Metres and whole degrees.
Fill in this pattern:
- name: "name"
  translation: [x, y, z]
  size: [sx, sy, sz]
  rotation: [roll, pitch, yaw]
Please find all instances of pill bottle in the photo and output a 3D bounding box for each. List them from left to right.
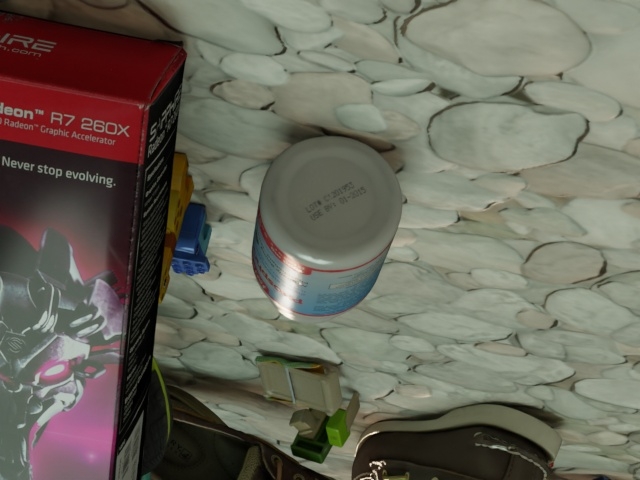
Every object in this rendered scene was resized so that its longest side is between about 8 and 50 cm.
- name: "pill bottle"
  translation: [0.000, 0.000, 1.071]
  size: [0.087, 0.087, 0.160]
  rotation: [13, 159, -1]

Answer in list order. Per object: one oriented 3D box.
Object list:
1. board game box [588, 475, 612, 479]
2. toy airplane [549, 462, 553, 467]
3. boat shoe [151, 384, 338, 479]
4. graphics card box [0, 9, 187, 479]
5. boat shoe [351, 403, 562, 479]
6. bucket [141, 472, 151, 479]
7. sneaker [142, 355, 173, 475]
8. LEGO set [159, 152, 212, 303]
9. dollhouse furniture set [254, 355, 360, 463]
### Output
- name: "board game box"
  translation: [0.201, 0.352, 1.677]
  size: [0.243, 0.165, 0.042]
  rotation: [-25, 142, 28]
- name: "toy airplane"
  translation: [0.174, 0.266, 1.678]
  size: [0.028, 0.151, 0.151]
  rotation: [58, 152, -1]
- name: "boat shoe"
  translation: [-0.068, 0.248, 1.595]
  size: [0.342, 0.123, 0.123]
  rotation: [35, 179, 14]
- name: "graphics card box"
  translation: [-0.217, 0.046, 0.999]
  size: [0.233, 0.094, 0.371]
  rotation: [11, 118, 4]
- name: "boat shoe"
  translation: [0.111, 0.234, 1.602]
  size: [0.117, 0.096, 0.324]
  rotation: [30, 156, -18]
- name: "bucket"
  translation: [-0.279, 0.176, 1.462]
  size: [0.281, 0.183, 0.281]
  rotation: [-3, 141, -3]
- name: "sneaker"
  translation: [-0.202, 0.045, 1.165]
  size: [0.300, 0.111, 0.121]
  rotation: [48, 180, 17]
- name: "LEGO set"
  translation: [-0.127, 0.002, 1.144]
  size: [0.087, 0.093, 0.227]
  rotation: [10, 160, 8]
- name: "dollhouse furniture set"
  translation: [-0.006, 0.142, 1.552]
  size: [0.076, 0.058, 0.151]
  rotation: [13, 142, 21]
